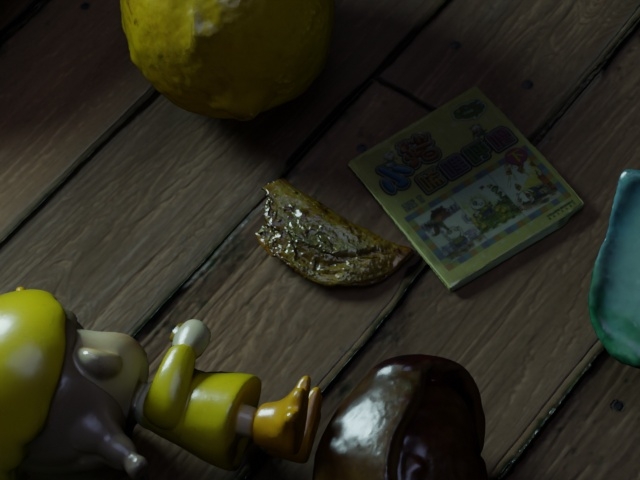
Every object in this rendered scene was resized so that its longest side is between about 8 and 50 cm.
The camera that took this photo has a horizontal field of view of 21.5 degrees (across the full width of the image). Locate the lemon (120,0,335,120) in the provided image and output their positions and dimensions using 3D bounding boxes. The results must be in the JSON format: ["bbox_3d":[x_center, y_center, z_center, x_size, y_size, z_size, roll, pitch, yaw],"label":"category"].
[{"bbox_3d":[-0.097,-0.252,1.751,0.234,0.233,0.288,-12,64,-1],"label":"lemon"}]

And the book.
[{"bbox_3d":[0.148,-0.056,1.725,0.168,0.013,0.192,-31,59,-12],"label":"book"}]

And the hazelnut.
[{"bbox_3d":[0.078,0.197,1.478,0.161,0.170,0.201,25,74,19],"label":"hazelnut"}]

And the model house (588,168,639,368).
[{"bbox_3d":[0.430,0.021,1.561,0.281,0.249,0.230,15,98,28],"label":"model house"}]

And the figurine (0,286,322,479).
[{"bbox_3d":[-0.177,0.144,1.518,0.344,0.215,0.187,6,62,8],"label":"figurine"}]

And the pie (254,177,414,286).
[{"bbox_3d":[0.000,0.000,1.695,0.170,0.034,0.092,32,64,17],"label":"pie"}]
